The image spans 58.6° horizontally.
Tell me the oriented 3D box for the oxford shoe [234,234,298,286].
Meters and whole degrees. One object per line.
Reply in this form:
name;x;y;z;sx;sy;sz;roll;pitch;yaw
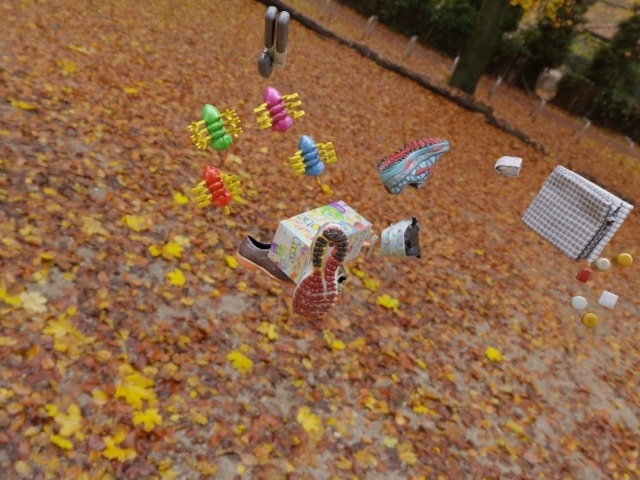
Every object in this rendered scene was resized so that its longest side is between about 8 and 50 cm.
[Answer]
oxford shoe;-0.132;0.068;1.801;0.272;0.098;0.097;22;19;-4

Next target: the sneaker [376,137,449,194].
sneaker;0.279;-0.219;1.699;0.262;0.125;0.104;-28;27;-21

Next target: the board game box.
board game box;0.000;0.000;1.722;0.142;0.144;0.275;41;39;23

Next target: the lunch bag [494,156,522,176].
lunch bag;0.668;-0.264;2.033;0.083;0.053;0.071;14;38;22

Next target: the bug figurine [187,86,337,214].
bug figurine;-0.120;-0.170;1.074;0.279;0.216;0.072;-18;34;-6

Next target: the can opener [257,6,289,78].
can opener;-0.143;-0.579;1.716;0.076;0.095;0.283;22;-13;-2

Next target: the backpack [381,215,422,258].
backpack;0.281;0.004;1.979;0.115;0.151;0.182;-9;6;25

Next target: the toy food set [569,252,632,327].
toy food set;0.791;0.133;1.643;0.111;0.232;0.104;25;1;15

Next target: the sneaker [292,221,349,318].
sneaker;0.004;0.064;1.197;0.088;0.225;0.092;19;20;-8

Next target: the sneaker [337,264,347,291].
sneaker;0.055;0.113;1.838;0.071;0.066;0.188;8;33;10

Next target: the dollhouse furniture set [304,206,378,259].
dollhouse furniture set;0.046;-0.021;2.115;0.262;0.135;0.259;18;14;-15

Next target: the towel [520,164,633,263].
towel;0.820;-0.086;1.864;0.122;0.234;0.283;14;25;-34
